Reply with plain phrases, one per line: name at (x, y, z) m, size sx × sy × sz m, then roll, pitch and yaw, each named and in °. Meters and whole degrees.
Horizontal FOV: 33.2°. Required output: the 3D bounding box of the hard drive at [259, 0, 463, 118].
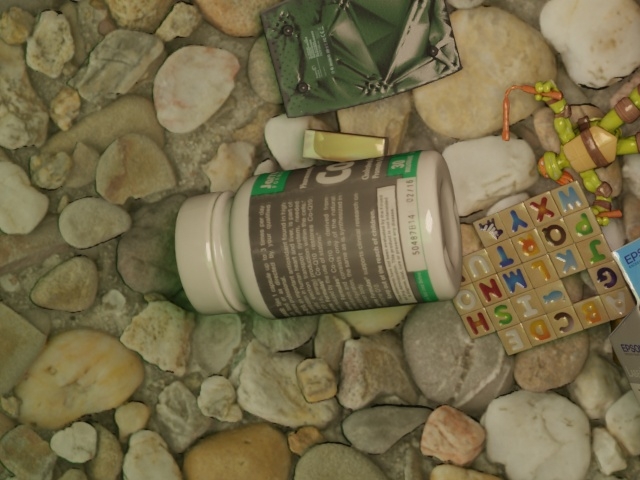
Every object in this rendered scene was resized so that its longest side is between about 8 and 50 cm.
hard drive at (0.057, -0.278, 1.496) m, size 0.254 × 0.054 × 0.172 m, roll -14°, pitch 94°, yaw 11°

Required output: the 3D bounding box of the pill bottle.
pill bottle at (0.000, 0.000, 1.459) m, size 0.360 × 0.204 × 0.204 m, roll -8°, pitch 96°, yaw 15°

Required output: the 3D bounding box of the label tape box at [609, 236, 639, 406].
label tape box at (0.517, 0.122, 1.382) m, size 0.249 × 0.115 × 0.348 m, roll -27°, pitch 93°, yaw -17°

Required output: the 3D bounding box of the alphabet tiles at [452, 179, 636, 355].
alphabet tiles at (0.288, 0.048, 1.483) m, size 0.237 × 0.009 × 0.198 m, roll -24°, pitch 97°, yaw 28°

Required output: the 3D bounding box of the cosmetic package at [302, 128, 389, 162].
cosmetic package at (0.036, -0.132, 1.515) m, size 0.115 × 0.060 × 0.041 m, roll 7°, pitch 98°, yaw 8°

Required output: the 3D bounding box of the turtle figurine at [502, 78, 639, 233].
turtle figurine at (0.383, -0.120, 1.441) m, size 0.217 × 0.087 × 0.270 m, roll -24°, pitch 97°, yaw 28°

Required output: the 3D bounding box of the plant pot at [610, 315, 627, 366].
plant pot at (0.443, 0.135, 1.465) m, size 0.081 × 0.083 × 0.081 m, roll -5°, pitch 96°, yaw 10°
